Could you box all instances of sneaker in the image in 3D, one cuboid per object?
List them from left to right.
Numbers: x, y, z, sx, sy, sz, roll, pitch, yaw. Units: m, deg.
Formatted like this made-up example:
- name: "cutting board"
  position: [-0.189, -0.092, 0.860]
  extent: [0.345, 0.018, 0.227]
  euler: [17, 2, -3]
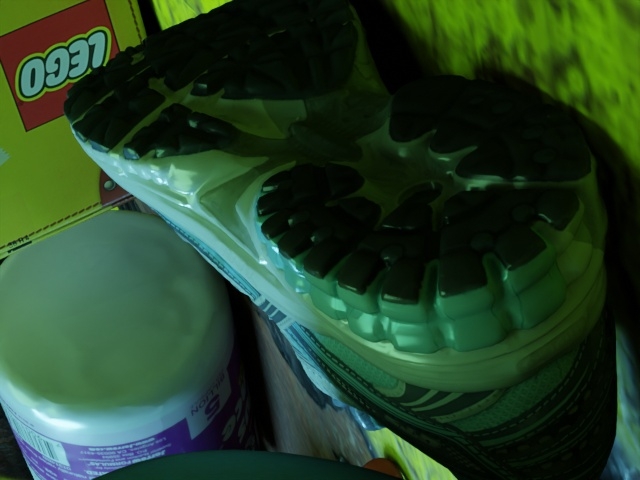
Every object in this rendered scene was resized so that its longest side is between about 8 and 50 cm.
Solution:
- name: "sneaker"
  position: [0.000, 0.000, 0.540]
  extent: [0.283, 0.110, 0.122]
  euler: [44, 159, 57]

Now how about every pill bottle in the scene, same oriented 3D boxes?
- name: "pill bottle"
  position: [-0.131, 0.128, 1.146]
  extent: [0.169, 0.169, 0.301]
  euler: [56, 164, 32]

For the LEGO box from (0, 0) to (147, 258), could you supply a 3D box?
- name: "LEGO box"
  position: [-0.360, -0.118, 0.857]
  extent: [0.193, 0.500, 0.372]
  euler: [51, 160, 43]

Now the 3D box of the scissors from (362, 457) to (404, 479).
- name: "scissors"
  position: [0.091, 0.251, 0.846]
  extent: [0.297, 0.021, 0.109]
  euler: [67, 164, -16]

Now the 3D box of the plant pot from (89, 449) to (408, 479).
- name: "plant pot"
  position: [-0.006, 0.199, 0.443]
  extent: [0.235, 0.293, 0.293]
  euler: [40, 154, 41]
